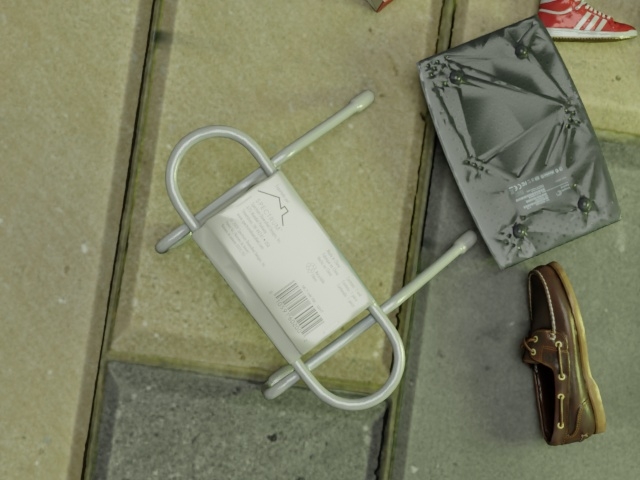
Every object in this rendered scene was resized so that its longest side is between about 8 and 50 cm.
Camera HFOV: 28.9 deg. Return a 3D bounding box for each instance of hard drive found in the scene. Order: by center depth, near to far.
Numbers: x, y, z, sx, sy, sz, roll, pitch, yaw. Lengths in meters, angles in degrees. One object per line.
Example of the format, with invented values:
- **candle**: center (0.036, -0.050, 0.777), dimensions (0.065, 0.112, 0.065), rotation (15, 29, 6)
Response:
- **hard drive**: center (0.223, -0.111, 1.425), dimensions (0.172, 0.054, 0.255), rotation (-23, 90, -7)

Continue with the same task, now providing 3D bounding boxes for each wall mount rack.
- **wall mount rack**: center (0.000, 0.000, 1.368), dimensions (0.304, 0.130, 0.350), rotation (-36, 91, -3)

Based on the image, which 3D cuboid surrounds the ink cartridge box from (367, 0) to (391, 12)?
- **ink cartridge box**: center (0.108, -0.369, 1.418), dimensions (0.198, 0.067, 0.115), rotation (-39, 92, -4)

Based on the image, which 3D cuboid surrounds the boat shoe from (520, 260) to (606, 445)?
- **boat shoe**: center (0.265, 0.130, 1.409), dimensions (0.073, 0.073, 0.207), rotation (-14, 89, -8)

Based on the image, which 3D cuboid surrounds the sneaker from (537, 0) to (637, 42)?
- **sneaker**: center (0.311, -0.265, 1.446), dimensions (0.118, 0.042, 0.067), rotation (1, 91, -4)
